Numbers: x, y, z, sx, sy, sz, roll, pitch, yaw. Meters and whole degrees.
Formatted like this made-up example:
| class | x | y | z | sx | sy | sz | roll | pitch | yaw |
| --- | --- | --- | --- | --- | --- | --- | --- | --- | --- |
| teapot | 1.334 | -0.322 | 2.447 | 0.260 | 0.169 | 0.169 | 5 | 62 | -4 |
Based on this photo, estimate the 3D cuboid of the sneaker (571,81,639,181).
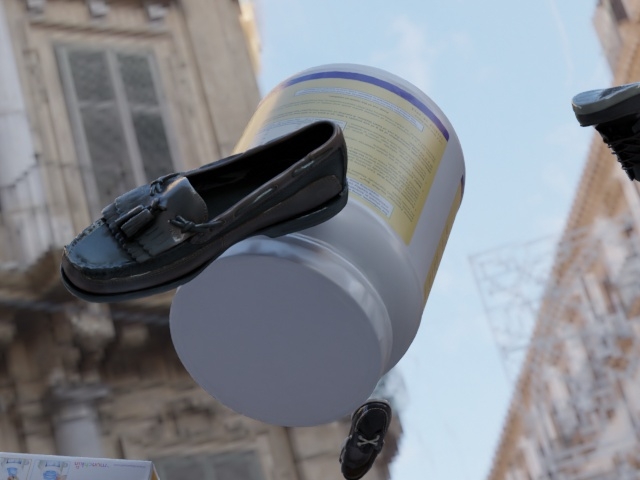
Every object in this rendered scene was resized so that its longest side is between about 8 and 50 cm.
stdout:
| class | x | y | z | sx | sy | sz | roll | pitch | yaw |
| --- | --- | --- | --- | --- | --- | --- | --- | --- | --- |
| sneaker | 0.360 | -0.122 | 1.899 | 0.083 | 0.118 | 0.222 | -8 | 4 | 32 |

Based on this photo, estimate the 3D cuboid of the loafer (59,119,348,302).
| class | x | y | z | sx | sy | sz | roll | pitch | yaw |
| --- | --- | --- | --- | --- | --- | --- | --- | --- | --- |
| loafer | -0.096 | -0.035 | 1.370 | 0.267 | 0.096 | 0.084 | -22 | -38 | -25 |

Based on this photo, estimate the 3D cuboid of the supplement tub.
| class | x | y | z | sx | sy | sz | roll | pitch | yaw |
| --- | --- | --- | --- | --- | --- | --- | --- | --- | --- |
| supplement tub | 0.000 | 0.000 | 1.623 | 0.241 | 0.331 | 0.241 | 9 | -53 | 12 |

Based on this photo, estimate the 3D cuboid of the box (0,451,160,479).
| class | x | y | z | sx | sy | sz | roll | pitch | yaw |
| --- | --- | --- | --- | --- | --- | --- | --- | --- | --- |
| box | -0.256 | 0.278 | 1.591 | 0.203 | 0.103 | 0.114 | 3 | -35 | 9 |

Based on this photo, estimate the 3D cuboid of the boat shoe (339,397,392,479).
| class | x | y | z | sx | sy | sz | roll | pitch | yaw |
| --- | --- | --- | --- | --- | --- | --- | --- | --- | --- |
| boat shoe | 0.049 | 0.220 | 1.815 | 0.046 | 0.038 | 0.125 | 13 | -43 | -12 |
